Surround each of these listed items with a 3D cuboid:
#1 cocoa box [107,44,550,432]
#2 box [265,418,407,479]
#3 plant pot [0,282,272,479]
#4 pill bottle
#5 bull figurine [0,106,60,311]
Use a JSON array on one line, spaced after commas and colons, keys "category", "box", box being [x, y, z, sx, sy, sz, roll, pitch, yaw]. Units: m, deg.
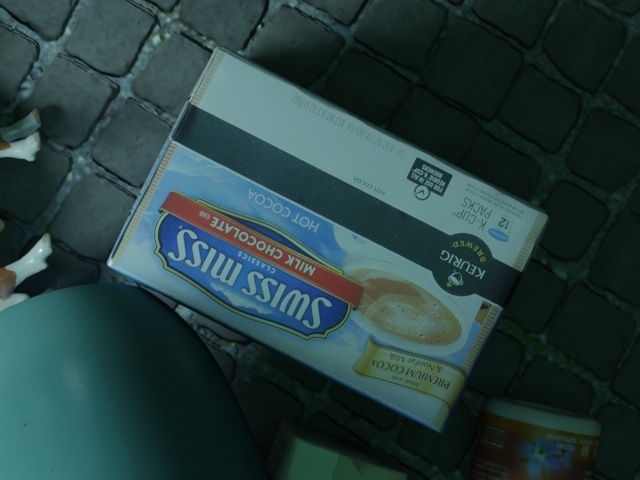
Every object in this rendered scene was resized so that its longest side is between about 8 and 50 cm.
[{"category": "cocoa box", "box": [0.000, 0.000, 1.617, 0.347, 0.231, 0.228, 27, 88, -4]}, {"category": "box", "box": [-0.030, 0.345, 1.662, 0.121, 0.148, 0.311, 19, 90, -6]}, {"category": "plant pot", "box": [-0.202, 0.180, 1.507, 0.293, 0.293, 0.235, -17, 67, -5]}, {"category": "pill bottle", "box": [0.201, 0.272, 1.693, 0.121, 0.121, 0.216, 12, 90, -5]}, {"category": "bull figurine", "box": [-0.360, -0.048, 1.650, 0.188, 0.101, 0.310, -7, 91, -7]}]
